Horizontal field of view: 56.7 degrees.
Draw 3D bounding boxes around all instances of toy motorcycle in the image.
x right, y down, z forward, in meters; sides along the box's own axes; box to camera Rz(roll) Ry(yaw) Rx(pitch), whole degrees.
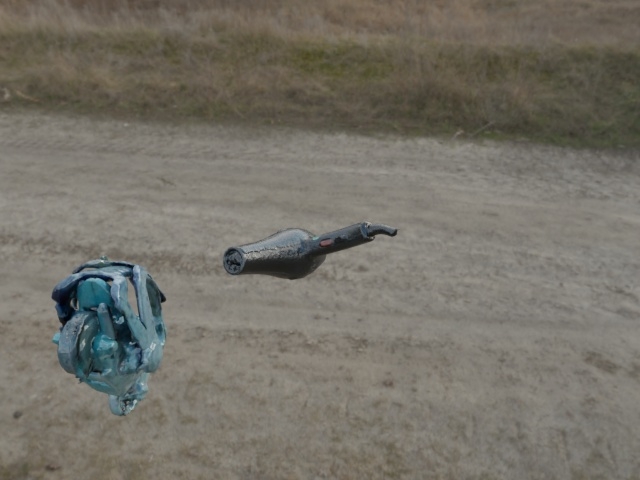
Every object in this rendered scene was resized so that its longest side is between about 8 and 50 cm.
[{"bbox_3d":[-0.307,0.142,0.911,0.155,0.260,0.206,6,57,10],"label":"toy motorcycle"}]

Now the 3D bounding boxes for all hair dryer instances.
[{"bbox_3d":[0.000,0.000,0.953,0.272,0.091,0.236,-19,-8,33],"label":"hair dryer"}]
